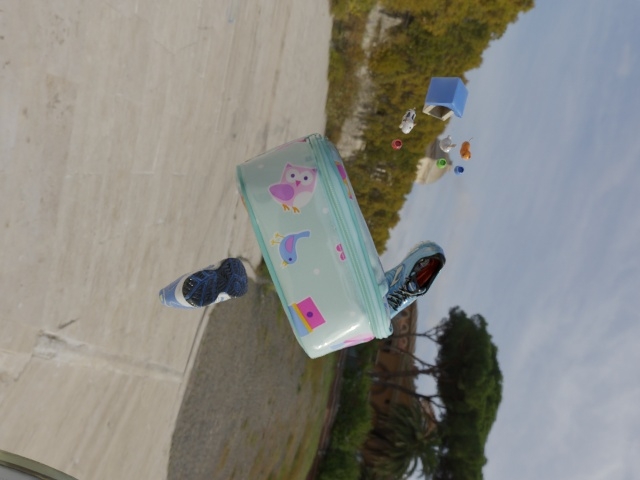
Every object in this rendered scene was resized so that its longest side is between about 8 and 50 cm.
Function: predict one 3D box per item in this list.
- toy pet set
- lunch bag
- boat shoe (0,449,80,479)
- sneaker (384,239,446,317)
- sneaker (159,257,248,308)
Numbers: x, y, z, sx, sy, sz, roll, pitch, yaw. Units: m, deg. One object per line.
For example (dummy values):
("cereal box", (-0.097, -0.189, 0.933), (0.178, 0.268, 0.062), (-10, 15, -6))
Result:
("toy pet set", (0.184, -0.174, 0.762), (0.065, 0.122, 0.114), (157, -49, -77))
("lunch bag", (0.000, 0.000, 0.581), (0.279, 0.108, 0.224), (-85, 154, -82))
("boat shoe", (-0.425, 0.283, 0.575), (0.113, 0.302, 0.103), (112, -8, -50))
("sneaker", (0.122, 0.066, 0.763), (0.162, 0.063, 0.073), (-48, -172, 4))
("sneaker", (-0.205, 0.078, 0.942), (0.211, 0.081, 0.080), (-3, 81, -65))
